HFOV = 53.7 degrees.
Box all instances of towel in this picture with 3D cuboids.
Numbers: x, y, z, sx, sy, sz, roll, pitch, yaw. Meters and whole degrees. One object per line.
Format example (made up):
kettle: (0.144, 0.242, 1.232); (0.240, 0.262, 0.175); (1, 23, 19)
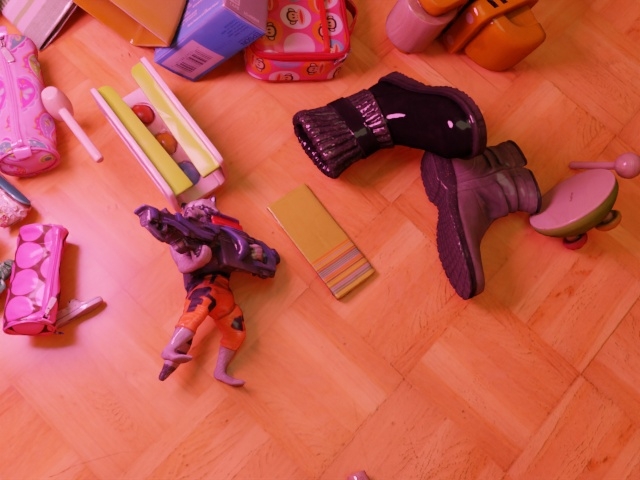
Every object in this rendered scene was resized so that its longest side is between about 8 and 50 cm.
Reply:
towel: (0.000, 0.000, 1.257); (0.102, 0.021, 0.237); (-33, 77, -22)
towel: (-0.622, -0.600, 1.335); (0.325, 0.038, 0.248); (44, 100, 8)

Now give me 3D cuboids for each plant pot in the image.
plant pot: (-0.370, -0.521, 1.231); (0.212, 0.212, 0.187); (33, 83, -38)

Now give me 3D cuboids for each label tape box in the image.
label tape box: (-0.214, -0.536, 1.292); (0.115, 0.249, 0.348); (22, 63, -39)

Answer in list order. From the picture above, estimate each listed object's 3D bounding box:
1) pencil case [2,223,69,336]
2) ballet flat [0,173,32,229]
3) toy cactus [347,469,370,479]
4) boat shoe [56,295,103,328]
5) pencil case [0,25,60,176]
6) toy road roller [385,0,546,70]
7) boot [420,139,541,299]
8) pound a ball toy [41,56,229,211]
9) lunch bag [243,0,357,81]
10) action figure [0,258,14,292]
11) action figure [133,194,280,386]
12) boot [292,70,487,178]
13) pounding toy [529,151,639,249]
pencil case: (-0.498, 0.066, 1.121); (0.095, 0.098, 0.209); (17, 56, -40)
ballet flat: (-0.647, -0.115, 1.189); (0.241, 0.091, 0.077); (43, 95, 13)
toy cactus: (0.090, 0.482, 1.063); (0.219, 0.112, 0.180); (-22, 65, -5)
boat shoe: (-0.448, 0.123, 1.152); (0.100, 0.035, 0.035); (-30, 79, -9)
pencil case: (-0.590, -0.267, 1.226); (0.124, 0.124, 0.284); (-14, 74, -11)
toy road roller: (0.333, -0.475, 1.371); (0.329, 0.202, 0.240); (-29, 87, -17)
boot: (0.343, -0.056, 1.262); (0.222, 0.118, 0.338); (-4, 70, -10)
pound a ball toy: (-0.354, -0.194, 1.222); (0.208, 0.136, 0.319); (-37, 79, -12)
lunch bag: (-0.043, -0.489, 1.376); (0.258, 0.120, 0.293); (-3, 71, -13)
action figure: (-0.644, 0.104, 1.118); (0.232, 0.063, 0.137); (-34, 76, -13)
action figure: (-0.229, 0.064, 1.103); (0.178, 0.341, 0.330); (-18, 59, 30)
boot: (0.124, -0.204, 1.227); (0.260, 0.131, 0.348); (-27, 34, -18)
pounding toy: (0.547, -0.063, 1.283); (0.237, 0.183, 0.110); (-46, 107, -22)
